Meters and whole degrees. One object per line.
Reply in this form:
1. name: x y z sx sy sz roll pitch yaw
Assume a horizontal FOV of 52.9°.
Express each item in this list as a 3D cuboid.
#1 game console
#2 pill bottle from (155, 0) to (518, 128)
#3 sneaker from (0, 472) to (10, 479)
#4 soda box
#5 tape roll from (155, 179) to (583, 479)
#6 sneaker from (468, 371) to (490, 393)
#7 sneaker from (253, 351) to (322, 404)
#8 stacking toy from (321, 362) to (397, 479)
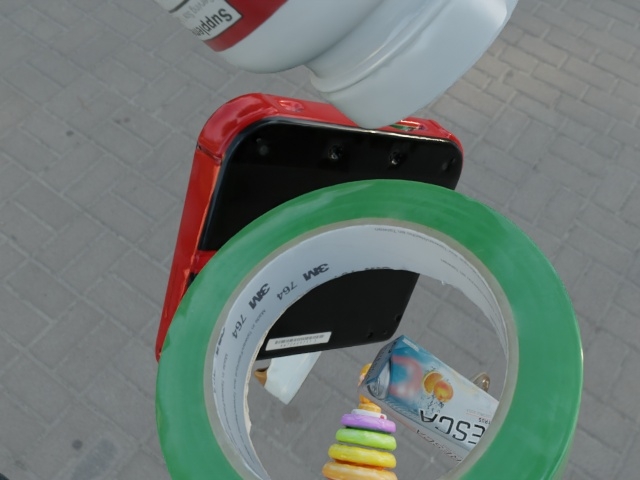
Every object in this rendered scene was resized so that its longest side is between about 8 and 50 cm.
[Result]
1. game console: 0.000 0.000 0.813 0.387 0.341 0.060 -1 31 -38
2. pill bottle: -0.058 -0.264 0.421 0.408 0.229 0.228 36 55 -27
3. sneaker: -0.342 0.231 0.441 0.296 0.147 0.104 6 94 -28
4. soda box: 0.131 0.171 0.626 0.183 0.063 0.058 34 64 0
5. tape roll: 0.033 0.100 0.507 0.322 0.077 0.321 -9 56 13
6. sneaker: 0.336 0.370 1.405 0.071 0.066 0.188 16 48 40
7. sneaker: -0.040 0.189 1.324 0.123 0.106 0.290 33 93 7
8. stacking toy: 0.084 0.383 1.218 0.166 0.175 0.301 -7 65 43
